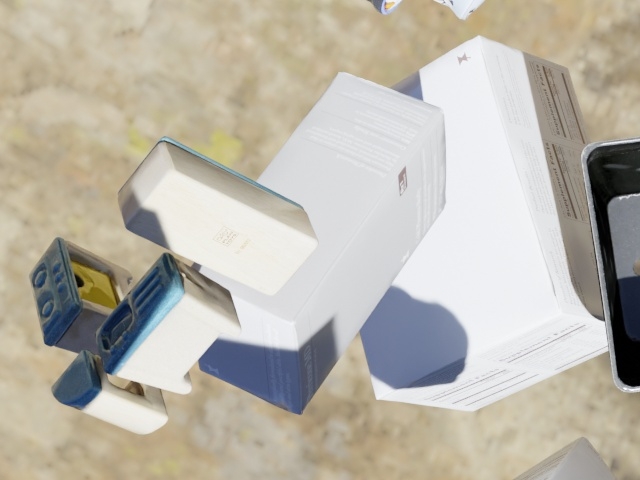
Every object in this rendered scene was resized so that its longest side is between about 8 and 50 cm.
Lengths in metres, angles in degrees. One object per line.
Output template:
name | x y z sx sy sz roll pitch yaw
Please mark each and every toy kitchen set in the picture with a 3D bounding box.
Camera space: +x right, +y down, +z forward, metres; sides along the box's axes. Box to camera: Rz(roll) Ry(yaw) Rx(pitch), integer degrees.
toy kitchen set | -0.127 0.003 1.326 0.122 0.166 0.207 27 115 -33

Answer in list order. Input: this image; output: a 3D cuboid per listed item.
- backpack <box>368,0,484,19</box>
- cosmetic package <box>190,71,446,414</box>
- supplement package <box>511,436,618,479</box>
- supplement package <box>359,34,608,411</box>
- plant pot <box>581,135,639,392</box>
backpack | 0.113 -0.330 1.569 0.213 0.263 0.276 31 152 -8
cosmetic package | 0.000 0.000 1.508 0.107 0.238 0.127 21 148 19
supplement package | 0.215 0.322 1.786 0.149 0.203 0.194 -38 89 28
supplement package | 0.135 -0.009 1.729 0.204 0.262 0.145 -29 154 33
plant pot | 0.301 0.014 1.534 0.187 0.188 0.167 -8 176 2
